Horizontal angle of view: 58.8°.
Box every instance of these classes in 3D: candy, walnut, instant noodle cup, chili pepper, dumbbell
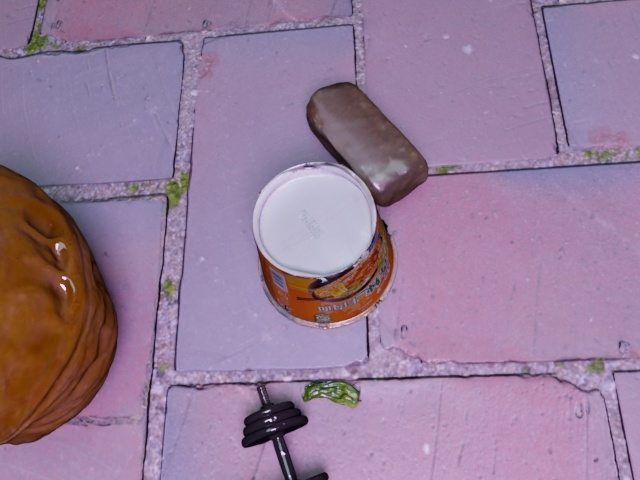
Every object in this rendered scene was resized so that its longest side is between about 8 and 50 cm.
[{"bbox_3d":[0.070,-0.162,0.940,0.104,0.102,0.234,-34,71,-6],"label":"candy"},{"bbox_3d":[-0.452,0.086,0.770,0.308,0.354,0.398,-38,62,9],"label":"walnut"},{"bbox_3d":[0.000,0.000,0.845,0.230,0.182,0.231,-3,68,7],"label":"instant noodle cup"},{"bbox_3d":[0.017,0.226,0.840,0.091,0.030,0.034,5,95,11],"label":"chili pepper"},{"bbox_3d":[-0.050,0.301,0.781,0.099,0.099,0.209,-22,69,-2],"label":"dumbbell"}]
